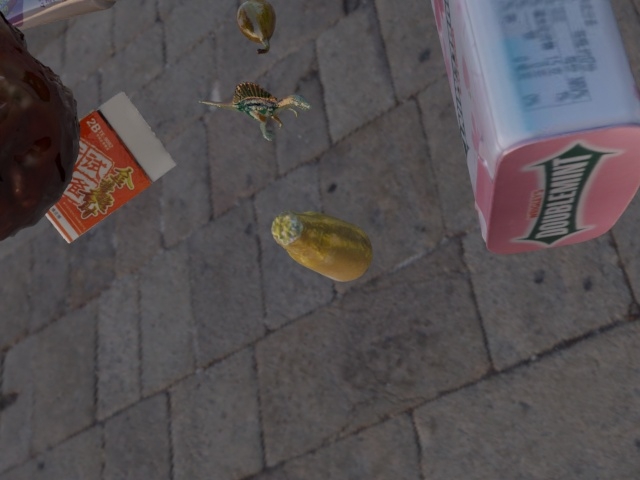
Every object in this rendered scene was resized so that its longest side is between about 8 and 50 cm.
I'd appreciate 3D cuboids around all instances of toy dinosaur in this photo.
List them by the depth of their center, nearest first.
[{"bbox_3d":[-0.107,-0.220,1.477,0.187,0.106,0.044,25,64,7],"label":"toy dinosaur"}]

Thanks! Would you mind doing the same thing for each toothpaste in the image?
[{"bbox_3d":[-0.365,-0.334,1.239,0.299,0.073,0.114,-2,78,29],"label":"toothpaste"}]

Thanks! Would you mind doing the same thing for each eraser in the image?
[{"bbox_3d":[-0.380,-0.125,1.564,0.230,0.157,0.038,-37,16,-6],"label":"eraser"}]

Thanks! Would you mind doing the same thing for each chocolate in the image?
[{"bbox_3d":[0.000,0.000,1.120,0.086,0.219,0.085,-3,80,18],"label":"chocolate"}]

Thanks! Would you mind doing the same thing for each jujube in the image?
[{"bbox_3d":[-0.429,-0.140,0.952,0.377,0.276,0.276,14,79,34],"label":"jujube"}]

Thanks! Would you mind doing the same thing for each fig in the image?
[{"bbox_3d":[-0.078,-0.265,1.163,0.050,0.050,0.083,-31,57,28],"label":"fig"}]

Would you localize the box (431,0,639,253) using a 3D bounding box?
[{"bbox_3d":[0.141,-0.194,0.701,0.112,0.190,0.369,-8,68,2],"label":"box"}]
